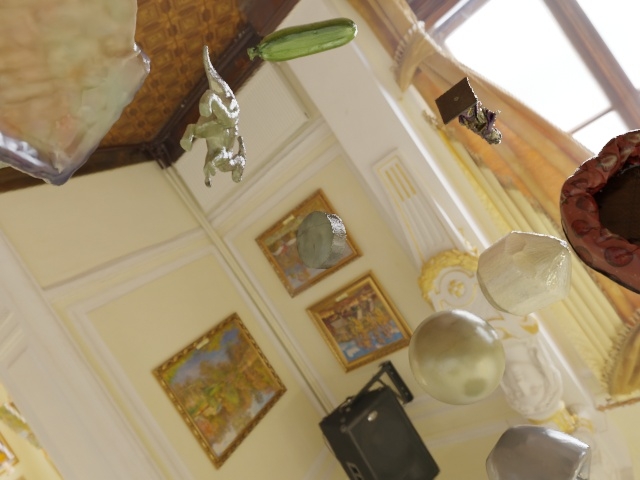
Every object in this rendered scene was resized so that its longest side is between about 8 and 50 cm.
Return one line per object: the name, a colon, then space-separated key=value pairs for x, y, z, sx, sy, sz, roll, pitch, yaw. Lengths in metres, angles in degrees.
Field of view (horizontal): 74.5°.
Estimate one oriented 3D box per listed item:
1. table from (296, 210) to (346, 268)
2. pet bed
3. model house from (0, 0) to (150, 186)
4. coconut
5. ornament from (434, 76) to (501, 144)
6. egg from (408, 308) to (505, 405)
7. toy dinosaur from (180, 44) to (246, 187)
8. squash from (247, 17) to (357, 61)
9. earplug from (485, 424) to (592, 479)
table: x=0.000 y=0.000 z=0.985 sx=0.043 sy=0.134 sz=0.133 roll=8 pitch=151 yaw=-39
pet bed: x=0.347 y=-0.034 z=0.420 sx=0.201 sy=0.053 sz=0.201 roll=-18 pitch=-131 yaw=21
model house: x=-0.271 y=-0.148 z=0.217 sx=0.312 sy=0.245 sz=0.280 roll=-38 pitch=166 yaw=-41
coconut: x=0.607 y=0.086 z=1.241 sx=0.237 sy=0.237 sz=0.266 roll=-33 pitch=173 yaw=-46
ornament: x=0.362 y=-0.280 z=0.959 sx=0.203 sy=0.088 sz=0.081 roll=18 pitch=141 yaw=-34
egg: x=0.278 y=0.233 z=0.862 sx=0.186 sy=0.186 sz=0.241 roll=-34 pitch=164 yaw=25
toy dinosaur: x=-0.206 y=-0.217 z=0.842 sx=0.294 sy=0.077 sz=0.162 roll=100 pitch=6 yaw=-50
squash: x=-0.057 y=-0.661 z=1.393 sx=0.378 sy=0.102 sz=0.101 roll=-19 pitch=178 yaw=-8
earplug: x=0.373 y=0.455 z=0.655 sx=0.174 sy=0.214 sz=0.326 roll=-5 pitch=-138 yaw=7
